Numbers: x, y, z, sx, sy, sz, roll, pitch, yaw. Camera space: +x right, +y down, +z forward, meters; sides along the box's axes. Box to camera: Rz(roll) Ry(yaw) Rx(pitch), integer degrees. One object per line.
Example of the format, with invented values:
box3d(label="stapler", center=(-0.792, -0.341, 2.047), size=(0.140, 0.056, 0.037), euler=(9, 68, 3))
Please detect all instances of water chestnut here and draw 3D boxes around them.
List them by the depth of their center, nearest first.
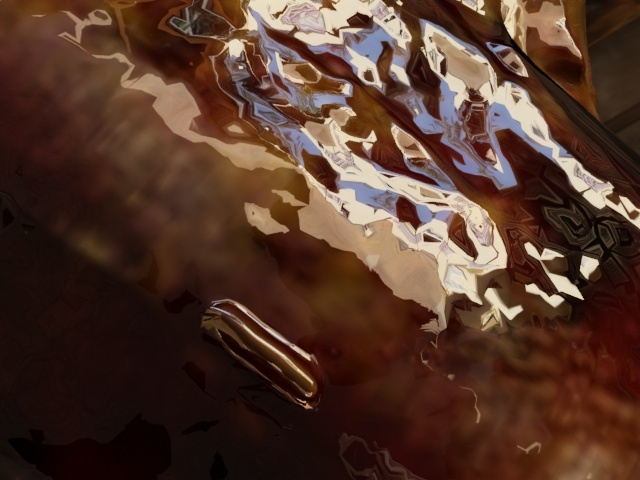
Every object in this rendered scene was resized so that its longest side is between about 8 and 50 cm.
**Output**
box3d(label="water chestnut", center=(0.000, 0.000, 0.578), size=(0.350, 0.350, 0.302), euler=(37, -95, 6))
